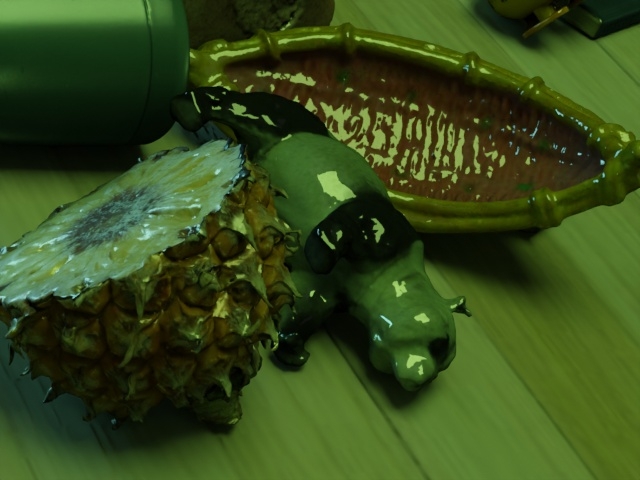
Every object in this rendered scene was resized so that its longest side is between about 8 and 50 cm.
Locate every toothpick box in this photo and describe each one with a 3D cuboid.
[{"bbox_3d":[-0.184,-0.117,1.099,0.184,0.120,0.120,-3,40,-27],"label":"toothpick box"}]

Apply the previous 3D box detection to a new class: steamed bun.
[{"bbox_3d":[-0.086,-0.179,1.253,0.175,0.106,0.145,9,18,-48],"label":"steamed bun"}]

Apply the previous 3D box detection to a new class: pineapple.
[{"bbox_3d":[-0.078,0.042,0.945,0.161,0.137,0.176,-13,24,32],"label":"pineapple"}]

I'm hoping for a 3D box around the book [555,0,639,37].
[{"bbox_3d":[0.252,-0.267,1.640,0.191,0.025,0.269,39,37,23],"label":"book"}]

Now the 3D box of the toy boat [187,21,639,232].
[{"bbox_3d":[0.058,-0.073,1.168,0.318,0.099,0.141,14,65,12],"label":"toy boat"}]

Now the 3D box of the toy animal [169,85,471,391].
[{"bbox_3d":[0.000,0.000,1.063,0.121,0.094,0.225,-6,42,-44],"label":"toy animal"}]

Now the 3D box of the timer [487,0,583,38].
[{"bbox_3d":[0.176,-0.236,1.472,0.109,0.107,0.107,57,38,-2],"label":"timer"}]

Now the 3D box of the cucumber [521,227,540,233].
[{"bbox_3d":[0.164,-0.040,1.256,0.033,0.034,0.135,26,33,17],"label":"cucumber"}]
